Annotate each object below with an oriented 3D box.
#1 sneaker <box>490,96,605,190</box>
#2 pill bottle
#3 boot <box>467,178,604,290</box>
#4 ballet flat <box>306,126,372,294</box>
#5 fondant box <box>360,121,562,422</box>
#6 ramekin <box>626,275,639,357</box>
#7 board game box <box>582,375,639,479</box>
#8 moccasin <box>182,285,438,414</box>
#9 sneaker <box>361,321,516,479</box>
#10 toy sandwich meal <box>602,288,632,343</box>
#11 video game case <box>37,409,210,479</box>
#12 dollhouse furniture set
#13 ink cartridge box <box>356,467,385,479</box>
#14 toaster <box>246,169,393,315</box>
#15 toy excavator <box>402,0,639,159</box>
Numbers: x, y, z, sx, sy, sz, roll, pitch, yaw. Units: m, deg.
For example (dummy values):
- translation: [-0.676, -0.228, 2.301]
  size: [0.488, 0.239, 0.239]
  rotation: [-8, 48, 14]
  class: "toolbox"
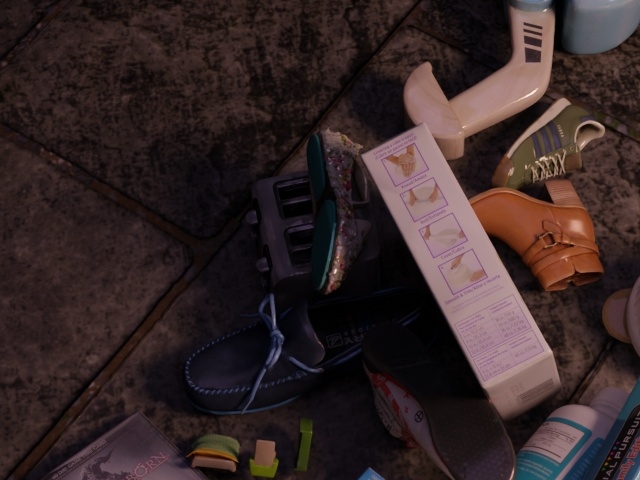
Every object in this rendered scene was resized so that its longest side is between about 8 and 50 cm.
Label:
- translation: [0.327, -0.123, 1.938]
  size: [0.086, 0.064, 0.192]
  rotation: [31, 62, 25]
  class: "sneaker"
- translation: [0.294, 0.298, 1.636]
  size: [0.146, 0.146, 0.264]
  rotation: [37, 67, 22]
  class: "pill bottle"
- translation: [0.278, 0.003, 1.863]
  size: [0.197, 0.073, 0.152]
  rotation: [-14, 63, -3]
  class: "boot"
- translation: [0.029, -0.040, 1.767]
  size: [0.077, 0.091, 0.241]
  rotation: [8, 61, -19]
  class: "ballet flat"
- translation: [0.179, 0.045, 1.710]
  size: [0.096, 0.238, 0.330]
  rotation: [-29, 69, 3]
  class: "fondant box"
- translation: [0.506, 0.089, 1.755]
  size: [0.207, 0.109, 0.207]
  rotation: [3, 63, -7]
  class: "ramekin"
- translation: [0.409, 0.326, 1.568]
  size: [0.254, 0.079, 0.336]
  rotation: [47, 63, -21]
  class: "board game box"
- translation: [-0.018, 0.119, 1.777]
  size: [0.342, 0.117, 0.137]
  rotation: [-20, 60, -9]
  class: "moccasin"
- translation: [0.149, 0.228, 1.679]
  size: [0.090, 0.145, 0.270]
  rotation: [-33, 56, -13]
  class: "sneaker"
- translation: [0.413, 0.100, 1.822]
  size: [0.086, 0.029, 0.085]
  rotation: [-1, 67, 3]
  class: "toy sandwich meal"
- translation: [-0.216, 0.345, 1.666]
  size: [0.196, 0.026, 0.274]
  rotation: [-34, 54, -25]
  class: "video game case"
- translation: [-0.088, 0.250, 1.718]
  size: [0.152, 0.058, 0.076]
  rotation: [7, 17, -1]
  class: "dollhouse furniture set"
- translation: [0.032, 0.415, 1.540]
  size: [0.168, 0.171, 0.233]
  rotation: [38, 59, 17]
  class: "ink cartridge box"
- translation: [0.000, 0.000, 1.854]
  size: [0.186, 0.110, 0.168]
  rotation: [-11, 60, -4]
  class: "toaster"
- translation: [0.334, -0.340, 2.005]
  size: [0.433, 0.222, 0.445]
  rotation: [-1, 67, 4]
  class: "toy excavator"
